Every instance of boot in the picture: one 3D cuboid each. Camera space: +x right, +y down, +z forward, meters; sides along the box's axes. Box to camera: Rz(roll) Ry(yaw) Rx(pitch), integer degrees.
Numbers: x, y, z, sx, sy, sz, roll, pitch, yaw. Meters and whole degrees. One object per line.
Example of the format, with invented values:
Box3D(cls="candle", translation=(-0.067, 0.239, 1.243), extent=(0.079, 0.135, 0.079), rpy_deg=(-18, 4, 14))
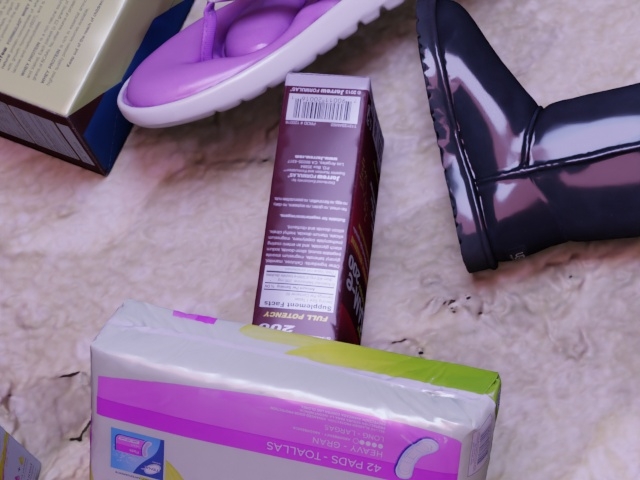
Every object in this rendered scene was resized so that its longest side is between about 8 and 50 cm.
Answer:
Box3D(cls="boot", translation=(0.196, -0.105, 1.508), extent=(0.207, 0.094, 0.246), rpy_deg=(-13, 75, 7))

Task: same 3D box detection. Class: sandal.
Box3D(cls="sandal", translation=(-0.005, -0.234, 1.551), extent=(0.416, 0.102, 0.169), rpy_deg=(-32, 25, -13))

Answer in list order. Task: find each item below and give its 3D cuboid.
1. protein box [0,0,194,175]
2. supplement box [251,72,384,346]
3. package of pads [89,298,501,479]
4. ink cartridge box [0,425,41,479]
Box3D(cls="protein box", translation=(-0.245, -0.196, 1.586), extent=(0.201, 0.136, 0.200), rpy_deg=(21, 74, 14))
Box3D(cls="supplement box", translation=(0.000, 0.000, 1.479), extent=(0.073, 0.130, 0.239), rpy_deg=(4, 71, 9))
Box3D(cls="package of pads", translation=(-0.026, 0.186, 1.369), extent=(0.296, 0.229, 0.101), rpy_deg=(11, 27, 12))
Box3D(cls="ink cartridge box", translation=(-0.311, 0.199, 1.422), extent=(0.127, 0.176, 0.128), rpy_deg=(9, 71, 12))
